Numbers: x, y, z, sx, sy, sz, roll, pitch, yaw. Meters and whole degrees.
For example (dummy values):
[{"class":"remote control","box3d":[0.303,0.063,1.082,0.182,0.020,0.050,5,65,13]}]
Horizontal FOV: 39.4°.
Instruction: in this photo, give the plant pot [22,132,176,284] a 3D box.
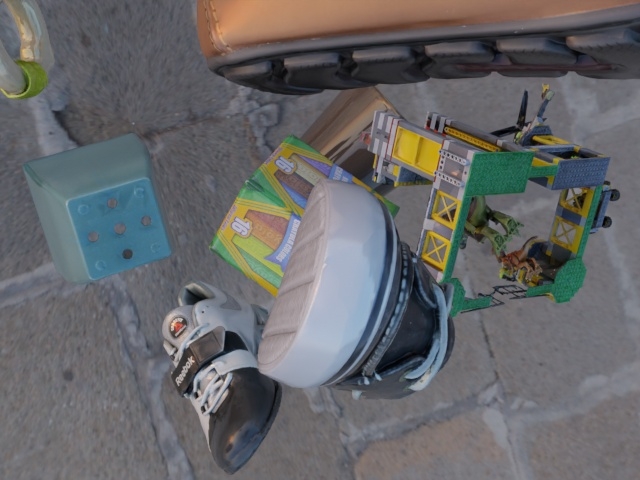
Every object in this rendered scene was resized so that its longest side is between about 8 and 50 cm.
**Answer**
[{"class":"plant pot","box3d":[-0.283,-0.035,1.181,0.166,0.234,0.165,-18,106,-16]}]

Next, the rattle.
[{"class":"rattle","box3d":[-0.356,-0.232,0.880,0.143,0.130,0.199,1,134,26]}]

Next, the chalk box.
[{"class":"chalk box","box3d":[0.000,0.000,1.086,0.213,0.132,0.132,35,130,3]}]

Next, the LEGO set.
[{"class":"LEGO set","box3d":[0.177,-0.043,1.074,0.331,0.192,0.255,-14,120,-33]}]

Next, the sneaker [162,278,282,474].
[{"class":"sneaker","box3d":[-0.139,0.157,1.118,0.146,0.330,0.122,35,104,-21]}]

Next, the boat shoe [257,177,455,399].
[{"class":"boat shoe","box3d":[0.032,0.042,0.575,0.119,0.335,0.121,19,84,0]}]

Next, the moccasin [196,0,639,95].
[{"class":"moccasin","box3d":[0.117,-0.153,0.435,0.380,0.139,0.147,2,91,29]}]

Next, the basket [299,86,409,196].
[{"class":"basket","box3d":[0.033,-0.111,1.324,0.227,0.204,0.154,-43,131,8]}]
